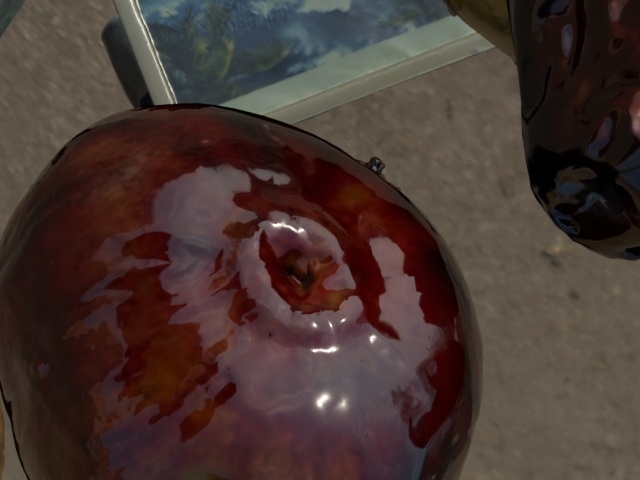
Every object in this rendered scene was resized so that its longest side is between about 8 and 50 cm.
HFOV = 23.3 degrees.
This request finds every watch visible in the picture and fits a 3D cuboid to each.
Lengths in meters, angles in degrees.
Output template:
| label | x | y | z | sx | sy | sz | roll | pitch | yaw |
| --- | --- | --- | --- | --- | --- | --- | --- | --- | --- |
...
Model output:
| label | x | y | z | sx | sy | sz | roll | pitch | yaw |
| --- | --- | --- | --- | --- | --- | --- | --- | --- | --- |
| watch | -0.125 | -0.172 | 1.601 | 0.193 | 0.206 | 0.068 | 50 | 125 | -3 |

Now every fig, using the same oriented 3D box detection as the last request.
| label | x | y | z | sx | sy | sz | roll | pitch | yaw |
| --- | --- | --- | --- | --- | --- | --- | --- | --- | --- |
| fig | -0.046 | 0.063 | 0.646 | 0.186 | 0.204 | 0.249 | -31 | 168 | -25 |

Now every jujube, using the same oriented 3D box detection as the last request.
| label | x | y | z | sx | sy | sz | roll | pitch | yaw |
| --- | --- | --- | --- | --- | --- | --- | --- | --- | --- |
| jujube | 0.149 | -0.109 | 0.616 | 0.168 | 0.168 | 0.236 | 35 | 67 | -37 |

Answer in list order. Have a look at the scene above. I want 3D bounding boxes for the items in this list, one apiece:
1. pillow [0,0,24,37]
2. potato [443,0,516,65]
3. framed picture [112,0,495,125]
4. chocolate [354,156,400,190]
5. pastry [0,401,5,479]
| label | x | y | z | sx | sy | sz | roll | pitch | yaw |
| --- | --- | --- | --- | --- | --- | --- | --- | --- | --- |
| pillow | -0.140 | -0.056 | 0.321 | 0.186 | 0.106 | 0.250 | 12 | 118 | -50 |
| potato | 0.154 | -0.170 | 0.998 | 0.137 | 0.176 | 0.137 | -44 | 159 | -22 |
| framed picture | -0.012 | -0.218 | 1.264 | 0.315 | 0.024 | 0.232 | -22 | 93 | -8 |
| chocolate | 0.000 | 0.000 | 0.935 | 0.156 | 0.156 | 0.133 | -26 | 164 | -16 |
| pastry | -0.426 | 0.157 | 1.358 | 0.164 | 0.356 | 0.356 | -22 | 133 | 27 |
